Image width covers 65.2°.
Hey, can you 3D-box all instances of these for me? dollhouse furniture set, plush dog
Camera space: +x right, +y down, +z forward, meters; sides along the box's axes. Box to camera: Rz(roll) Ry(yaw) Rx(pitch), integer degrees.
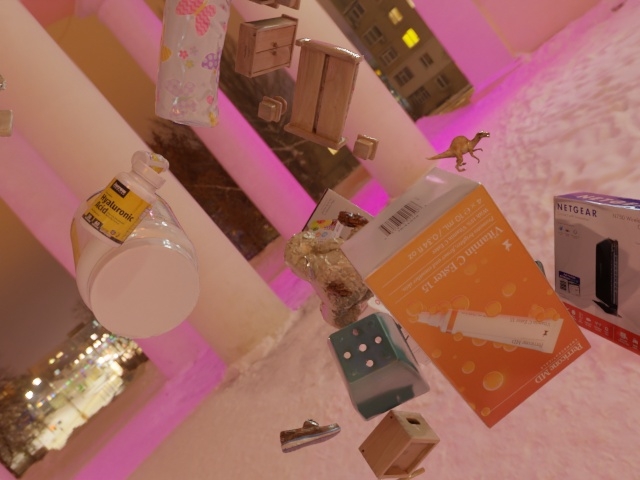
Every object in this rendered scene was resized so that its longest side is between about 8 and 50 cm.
[{"bbox_3d":[0.015,-0.389,1.077,0.174,0.355,0.304,-43,-27,-50],"label":"dollhouse furniture set"},{"bbox_3d":[0.078,0.052,1.146,0.225,0.263,0.210,-38,9,-22],"label":"plush dog"}]

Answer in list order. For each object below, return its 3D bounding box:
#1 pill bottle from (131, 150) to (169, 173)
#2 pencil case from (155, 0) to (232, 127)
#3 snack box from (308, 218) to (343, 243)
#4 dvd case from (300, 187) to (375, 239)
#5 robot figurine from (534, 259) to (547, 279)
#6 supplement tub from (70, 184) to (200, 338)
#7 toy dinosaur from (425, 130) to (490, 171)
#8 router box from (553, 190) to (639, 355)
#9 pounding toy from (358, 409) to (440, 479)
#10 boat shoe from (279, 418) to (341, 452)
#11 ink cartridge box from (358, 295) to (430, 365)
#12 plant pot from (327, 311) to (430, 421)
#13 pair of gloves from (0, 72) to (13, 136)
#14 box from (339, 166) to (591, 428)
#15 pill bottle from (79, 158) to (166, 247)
[{"bbox_3d":[-0.356,-0.163,1.056,0.043,0.043,0.083,-38,-9,14],"label":"pill bottle"},{"bbox_3d":[-0.233,-0.346,0.927,0.124,0.274,0.113,2,16,-27],"label":"pencil case"},{"bbox_3d":[0.000,0.000,1.521,0.100,0.037,0.141,-3,49,36],"label":"snack box"},{"bbox_3d":[0.082,-0.030,1.638,0.181,0.252,0.022,-59,9,0],"label":"dvd case"},{"bbox_3d":[0.439,0.104,1.269,0.174,0.208,0.278,-52,18,44],"label":"robot figurine"},{"bbox_3d":[-0.402,0.035,1.082,0.241,0.241,0.331,-40,37,-6],"label":"supplement tub"},{"bbox_3d":[0.380,-0.241,1.380,0.183,0.093,0.053,-24,24,7],"label":"toy dinosaur"},{"bbox_3d":[0.639,0.065,1.060,0.082,0.302,0.335,-10,13,-11],"label":"router box"},{"bbox_3d":[0.175,0.504,1.178,0.206,0.181,0.094,-54,44,13],"label":"pounding toy"},{"bbox_3d":[-0.030,0.557,1.458,0.183,0.066,0.066,-10,-35,-16],"label":"boat shoe"},{"bbox_3d":[0.337,0.309,2.143,0.166,0.394,0.286,-54,12,36],"label":"ink cartridge box"},{"bbox_3d":[0.109,0.249,1.040,0.165,0.166,0.234,-27,-31,3],"label":"plant pot"},{"bbox_3d":[-0.753,-0.277,1.029,0.204,0.240,0.042,-14,-33,-26],"label":"pair of gloves"},{"bbox_3d":[0.228,0.089,0.811,0.215,0.345,0.168,-40,19,3],"label":"box"},{"bbox_3d":[-0.269,-0.053,0.690,0.116,0.065,0.065,-53,9,-6],"label":"pill bottle"}]
